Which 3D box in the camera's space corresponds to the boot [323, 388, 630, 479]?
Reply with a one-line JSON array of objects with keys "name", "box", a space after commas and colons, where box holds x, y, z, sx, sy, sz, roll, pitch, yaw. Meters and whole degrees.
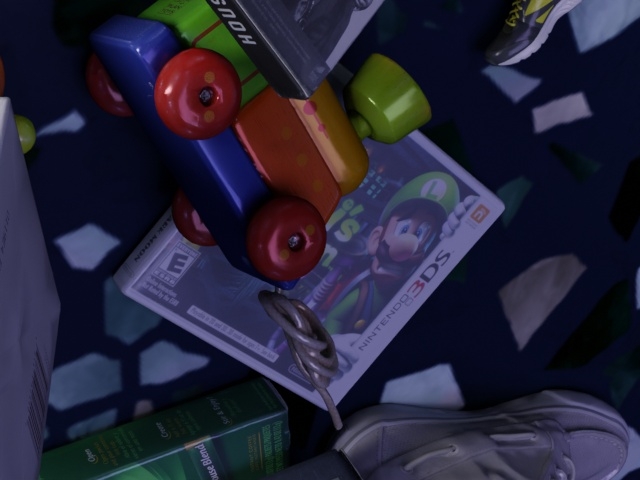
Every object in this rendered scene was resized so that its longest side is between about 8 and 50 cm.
[{"name": "boot", "box": [0.133, 0.171, 0.988, 0.258, 0.123, 0.095, 0, 119, -32]}]

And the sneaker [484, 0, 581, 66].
[{"name": "sneaker", "box": [0.121, -0.137, 0.845, 0.083, 0.031, 0.035, -47, 119, -2]}]

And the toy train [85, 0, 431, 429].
[{"name": "toy train", "box": [0.001, -0.037, 0.762, 0.143, 0.105, 0.248, -40, 119, -17]}]

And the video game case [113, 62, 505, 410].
[{"name": "video game case", "box": [0.000, 0.000, 0.861, 0.173, 0.022, 0.190, -50, 132, 6]}]

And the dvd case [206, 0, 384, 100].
[{"name": "dvd case", "box": [0.009, -0.210, 0.659, 0.239, 0.029, 0.179, -55, 130, -20]}]

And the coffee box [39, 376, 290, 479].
[{"name": "coffee box", "box": [-0.106, 0.162, 0.887, 0.184, 0.040, 0.113, -17, 128, -22]}]

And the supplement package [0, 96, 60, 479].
[{"name": "supplement package", "box": [-0.234, 0.039, 0.553, 0.244, 0.139, 0.134, 0, 140, 0]}]

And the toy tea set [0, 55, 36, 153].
[{"name": "toy tea set", "box": [-0.271, -0.104, 0.590, 0.200, 0.124, 0.336, -16, 137, 15]}]

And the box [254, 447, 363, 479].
[{"name": "box", "box": [-0.077, 0.240, 0.896, 0.232, 0.059, 0.183, -20, 137, -18]}]
